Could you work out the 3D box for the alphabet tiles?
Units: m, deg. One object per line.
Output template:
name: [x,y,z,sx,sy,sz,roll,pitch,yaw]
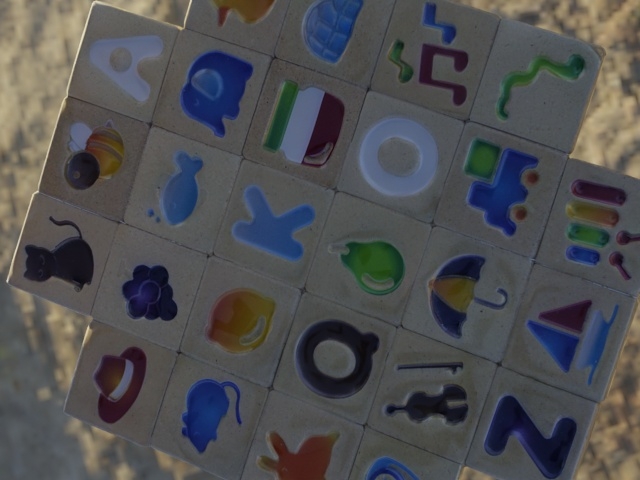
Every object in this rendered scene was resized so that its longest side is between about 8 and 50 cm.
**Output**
alphabet tiles: [0.000,0.000,0.934,0.343,0.011,0.285,20,98,18]
